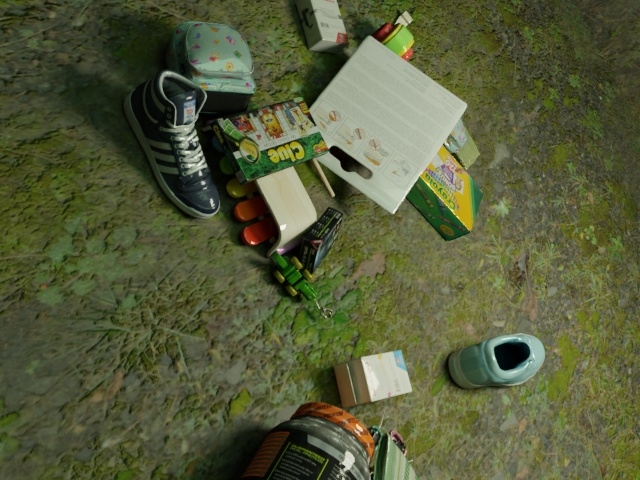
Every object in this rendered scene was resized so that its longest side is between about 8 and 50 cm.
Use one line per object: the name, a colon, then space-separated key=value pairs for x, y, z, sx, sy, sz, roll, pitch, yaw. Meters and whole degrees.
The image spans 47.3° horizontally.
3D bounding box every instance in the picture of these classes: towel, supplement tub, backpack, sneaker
towel: x=0.143 y=0.536 z=1.372 sx=0.324 sy=0.038 sz=0.247 roll=60 pitch=34 yaw=-50
supplement tub: x=-0.047 y=0.449 z=1.221 sx=0.207 sy=0.207 sz=0.338 roll=50 pitch=46 yaw=-14
backpack: x=0.318 y=-0.317 z=1.978 sx=0.152 sy=0.115 sz=0.181 roll=-12 pitch=82 yaw=-48
sneaker: x=0.487 y=0.297 z=1.825 sx=0.366 sy=0.150 sz=0.135 roll=-6 pitch=77 yaw=-44
towel: x=0.398 y=-0.282 z=2.097 sx=0.148 sy=0.027 sz=0.110 roll=56 pitch=45 yaw=-9
sneaker: x=-0.251 y=-0.181 z=1.360 sx=0.099 sy=0.153 sz=0.282 roll=-35 pitch=96 yaw=-45
backpack: x=-0.224 y=-0.356 z=1.467 sx=0.166 sy=0.144 sz=0.188 roll=-4 pitch=55 yaw=-25

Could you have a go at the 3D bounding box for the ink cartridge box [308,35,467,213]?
ink cartridge box: x=0.136 y=-0.273 z=1.767 sx=0.308 sy=0.091 sz=0.385 roll=36 pitch=65 yaw=-1

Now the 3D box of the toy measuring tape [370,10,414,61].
toy measuring tape: x=0.217 y=-0.564 z=1.999 sx=0.121 sy=0.121 sz=0.330 roll=47 pitch=46 yaw=-16

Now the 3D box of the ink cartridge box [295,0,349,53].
ink cartridge box: x=0.005 y=-0.545 z=1.833 sx=0.099 sy=0.056 sz=0.135 roll=-4 pitch=75 yaw=-44

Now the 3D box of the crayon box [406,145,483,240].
crayon box: x=0.297 y=-0.154 z=1.905 sx=0.278 sy=0.081 sz=0.165 roll=45 pitch=47 yaw=-19

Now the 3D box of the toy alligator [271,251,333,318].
toy alligator: x=-0.041 y=0.088 z=1.510 sx=0.189 sy=0.056 sz=0.051 roll=50 pitch=2 yaw=-22

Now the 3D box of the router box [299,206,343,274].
router box: x=0.000 y=0.000 z=1.551 sx=0.038 sy=0.092 sz=0.122 roll=26 pitch=46 yaw=12

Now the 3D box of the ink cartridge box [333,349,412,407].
ink cartridge box: x=0.102 y=0.288 z=1.516 sx=0.143 sy=0.090 sz=0.092 roll=-1 pitch=72 yaw=-42

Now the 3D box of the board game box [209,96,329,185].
board game box: x=-0.097 y=-0.207 z=1.488 sx=0.260 sy=0.030 sz=0.136 roll=-28 pitch=93 yaw=-46

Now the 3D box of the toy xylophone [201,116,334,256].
toy xylophone: x=-0.099 y=-0.132 z=1.529 sx=0.236 sy=0.081 sz=0.322 roll=-16 pitch=83 yaw=-45

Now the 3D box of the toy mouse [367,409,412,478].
toy mouse: x=0.128 y=0.427 z=1.518 sx=0.161 sy=0.031 sz=0.143 roll=11 pitch=65 yaw=-40
